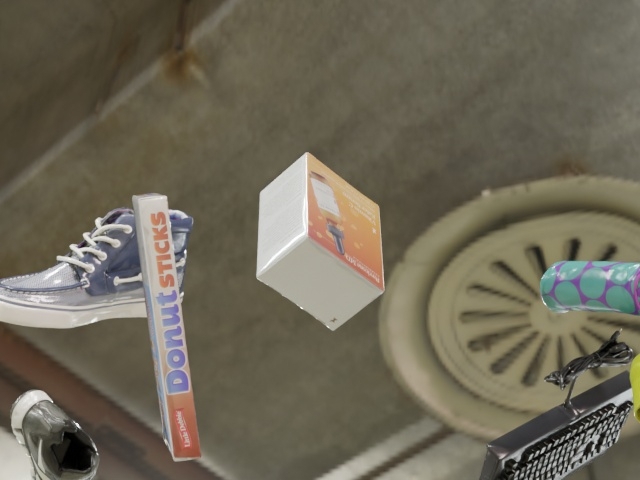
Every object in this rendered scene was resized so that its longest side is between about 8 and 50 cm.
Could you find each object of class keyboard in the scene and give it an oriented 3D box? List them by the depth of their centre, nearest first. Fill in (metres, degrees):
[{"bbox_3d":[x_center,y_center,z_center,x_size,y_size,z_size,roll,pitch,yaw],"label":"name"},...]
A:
[{"bbox_3d":[0.289,0.215,1.573,0.033,0.317,0.201,27,-62,33],"label":"keyboard"}]

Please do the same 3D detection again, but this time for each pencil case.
[{"bbox_3d":[0.337,0.057,1.596,0.070,0.064,0.152,29,-17,-34],"label":"pencil case"}]

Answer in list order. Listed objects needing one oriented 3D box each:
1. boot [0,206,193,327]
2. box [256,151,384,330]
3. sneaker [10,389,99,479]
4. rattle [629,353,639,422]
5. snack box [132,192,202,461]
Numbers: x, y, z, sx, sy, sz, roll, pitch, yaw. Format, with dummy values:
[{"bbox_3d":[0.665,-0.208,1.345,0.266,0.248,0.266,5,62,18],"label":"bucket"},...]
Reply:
[{"bbox_3d":[-0.182,0.017,1.064,0.069,0.190,0.086,19,-76,36],"label":"boot"},{"bbox_3d":[0.000,0.000,1.646,0.130,0.170,0.091,36,-60,-27],"label":"box"},{"bbox_3d":[-0.339,0.308,1.805,0.106,0.078,0.234,24,-39,37],"label":"sneaker"},{"bbox_3d":[0.287,0.110,0.772,0.143,0.130,0.199,-42,-92,21],"label":"rattle"},{"bbox_3d":[-0.106,0.057,0.919,0.022,0.064,0.178,-8,-85,-12],"label":"snack box"}]
